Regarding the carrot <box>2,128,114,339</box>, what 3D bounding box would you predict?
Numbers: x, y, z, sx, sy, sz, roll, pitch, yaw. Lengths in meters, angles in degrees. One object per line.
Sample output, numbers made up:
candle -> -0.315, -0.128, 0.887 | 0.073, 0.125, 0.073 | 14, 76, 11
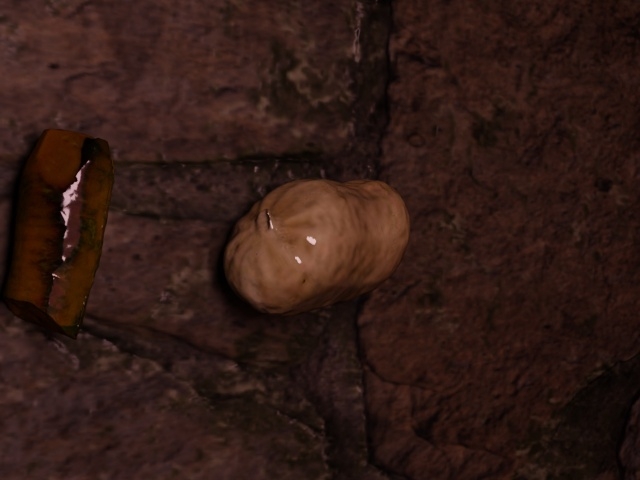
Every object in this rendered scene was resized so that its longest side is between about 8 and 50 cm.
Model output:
carrot -> -0.224, -0.007, 1.103 | 0.082, 0.082, 0.173 | 18, 81, -43

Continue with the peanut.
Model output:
peanut -> 0.000, 0.000, 1.283 | 0.224, 0.129, 0.129 | -16, 105, -48
